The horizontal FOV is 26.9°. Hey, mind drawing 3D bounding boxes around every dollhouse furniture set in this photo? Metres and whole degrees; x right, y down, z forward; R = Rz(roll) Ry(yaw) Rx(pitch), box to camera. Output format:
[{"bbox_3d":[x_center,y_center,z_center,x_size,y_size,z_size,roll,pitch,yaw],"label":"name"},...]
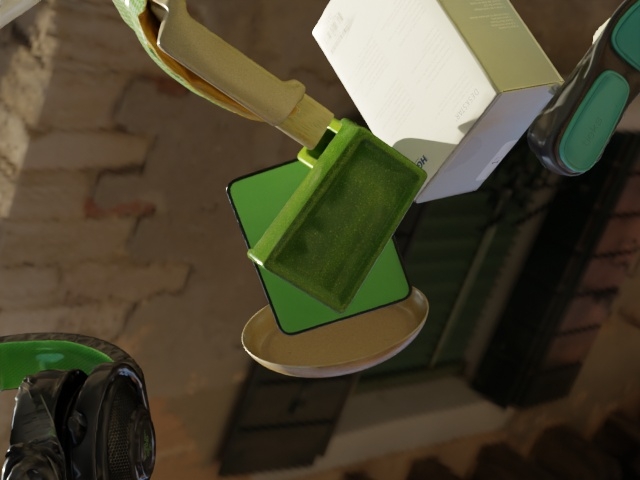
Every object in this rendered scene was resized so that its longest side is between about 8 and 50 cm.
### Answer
[{"bbox_3d":[-0.086,-0.092,1.202,0.302,0.151,0.197,33,-177,-29],"label":"dollhouse furniture set"}]

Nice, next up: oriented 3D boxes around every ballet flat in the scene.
[{"bbox_3d":[0.236,-0.142,1.090,0.074,0.203,0.074,36,175,3],"label":"ballet flat"}]

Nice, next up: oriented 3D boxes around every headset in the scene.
[{"bbox_3d":[-0.234,0.147,0.978,0.244,0.185,0.394,-14,-155,-17],"label":"headset"}]

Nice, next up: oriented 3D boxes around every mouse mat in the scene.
[{"bbox_3d":[0.000,0.000,1.409,0.153,0.189,0.007,-18,-162,6],"label":"mouse mat"}]

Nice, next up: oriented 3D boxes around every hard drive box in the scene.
[{"bbox_3d":[0.111,-0.185,1.347,0.089,0.181,0.232,-13,-116,-35],"label":"hard drive box"}]

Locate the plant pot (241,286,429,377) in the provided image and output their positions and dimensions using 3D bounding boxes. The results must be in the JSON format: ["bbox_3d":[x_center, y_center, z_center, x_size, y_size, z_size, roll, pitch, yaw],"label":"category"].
[{"bbox_3d":[0.021,0.112,1.665,0.236,0.032,0.236,-10,-159,4],"label":"plant pot"}]

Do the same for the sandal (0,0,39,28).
[{"bbox_3d":[-0.262,-0.212,0.894,0.169,0.102,0.416,31,-131,-6],"label":"sandal"}]
